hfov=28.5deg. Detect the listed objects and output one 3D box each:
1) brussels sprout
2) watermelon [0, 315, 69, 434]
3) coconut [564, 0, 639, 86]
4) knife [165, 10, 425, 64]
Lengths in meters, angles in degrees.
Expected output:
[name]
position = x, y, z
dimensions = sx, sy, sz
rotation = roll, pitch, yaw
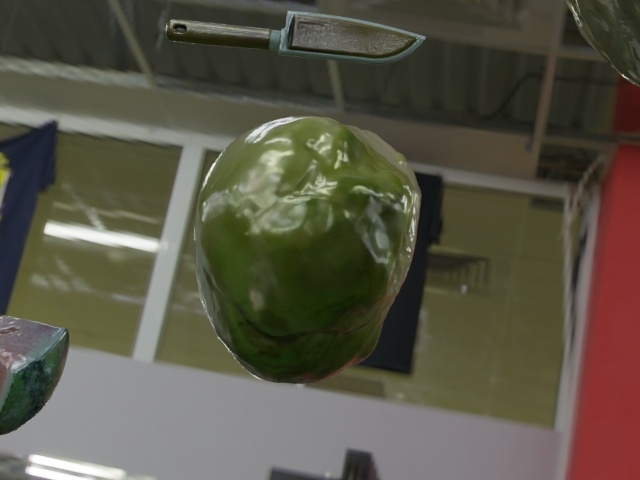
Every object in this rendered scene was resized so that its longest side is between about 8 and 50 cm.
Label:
[brussels sprout]
position = -0.007, -0.002, 1.366
dimensions = 0.242, 0.317, 0.274
rotation = 16, -23, 34
[watermelon]
position = -0.220, 0.095, 0.881
dimensions = 0.072, 0.085, 0.092
rotation = 15, -12, -5
[coconut]
position = 0.333, -0.244, 0.745
dimensions = 0.415, 0.415, 0.344
rotation = 20, 5, -25
[knife]
position = -0.035, -0.272, 1.649
dimensions = 0.343, 0.061, 0.027
rotation = 7, -9, 6
